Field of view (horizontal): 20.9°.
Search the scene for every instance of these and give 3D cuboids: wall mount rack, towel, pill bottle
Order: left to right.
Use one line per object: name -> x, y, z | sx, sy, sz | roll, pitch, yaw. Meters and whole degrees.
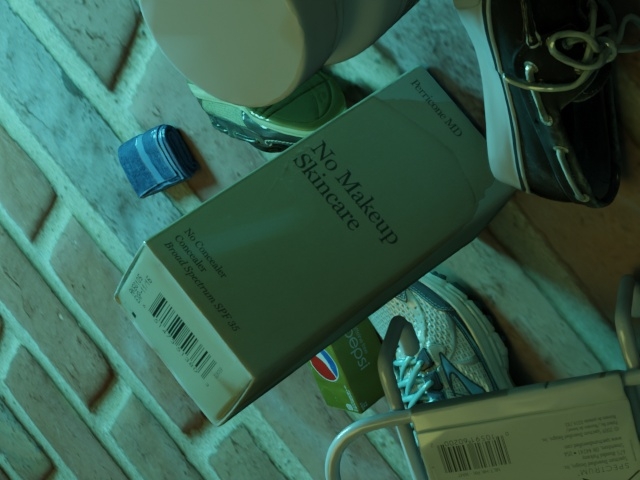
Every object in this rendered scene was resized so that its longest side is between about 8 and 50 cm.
towel -> -0.180, -0.087, 1.891 | 0.067, 0.029, 0.119 | 60, 150, -8
pill bottle -> 0.010, -0.221, 1.200 | 0.160, 0.283, 0.160 | 23, 137, 24
wall mount rack -> 0.195, 0.191, 1.456 | 0.350, 0.130, 0.304 | -11, 112, 18

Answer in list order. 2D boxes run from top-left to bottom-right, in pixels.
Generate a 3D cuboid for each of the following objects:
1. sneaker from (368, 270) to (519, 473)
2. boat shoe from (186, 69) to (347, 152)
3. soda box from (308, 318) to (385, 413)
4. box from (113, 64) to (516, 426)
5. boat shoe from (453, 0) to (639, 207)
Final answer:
sneaker -> 0.121, 0.145, 1.603 | 0.283, 0.122, 0.110 | 50, 150, 8
boat shoe -> -0.043, -0.119, 1.619 | 0.223, 0.080, 0.073 | 24, 145, 49
soda box -> 0.010, 0.084, 1.764 | 0.061, 0.058, 0.181 | 6, 125, 53
box -> 0.000, 0.000, 1.436 | 0.148, 0.311, 0.121 | 49, 150, 8
boat shoe -> 0.170, -0.140, 1.254 | 0.105, 0.113, 0.306 | 24, 142, 32
